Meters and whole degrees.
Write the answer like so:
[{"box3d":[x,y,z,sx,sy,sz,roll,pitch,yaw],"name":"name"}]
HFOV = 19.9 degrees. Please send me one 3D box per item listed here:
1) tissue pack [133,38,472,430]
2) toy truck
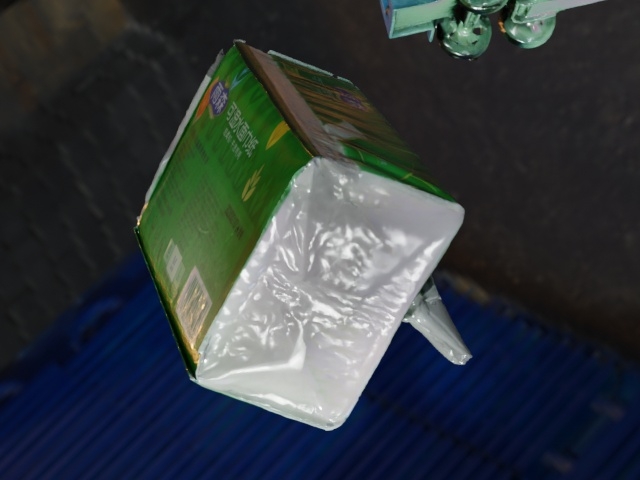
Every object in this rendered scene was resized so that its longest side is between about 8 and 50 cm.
[{"box3d":[0.001,-0.002,1.059,0.156,0.148,0.209,20,-164,-21],"name":"tissue pack"},{"box3d":[0.104,-0.126,0.700,0.067,0.175,0.081,97,158,-75],"name":"toy truck"}]
